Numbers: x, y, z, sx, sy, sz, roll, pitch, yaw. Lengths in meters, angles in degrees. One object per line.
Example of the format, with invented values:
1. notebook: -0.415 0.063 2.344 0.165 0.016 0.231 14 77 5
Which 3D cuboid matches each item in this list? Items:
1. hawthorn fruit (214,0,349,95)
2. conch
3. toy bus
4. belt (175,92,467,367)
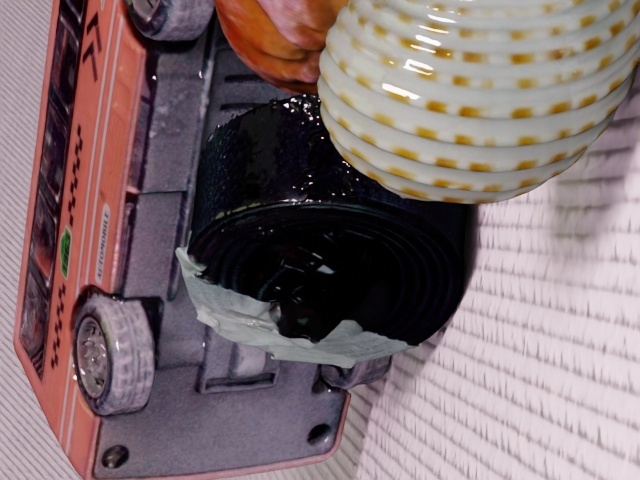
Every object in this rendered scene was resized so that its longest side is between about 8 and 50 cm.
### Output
1. hawthorn fruit: 0.023 -0.156 0.963 0.173 0.173 0.173 -172 90 -84
2. conch: 0.069 -0.079 0.700 0.153 0.102 0.135 -40 15 27
3. toy bus: -0.066 -0.071 1.190 0.233 0.203 0.427 44 129 51
4. belt: 0.000 0.000 1.003 0.198 0.151 0.078 105 171 -61
